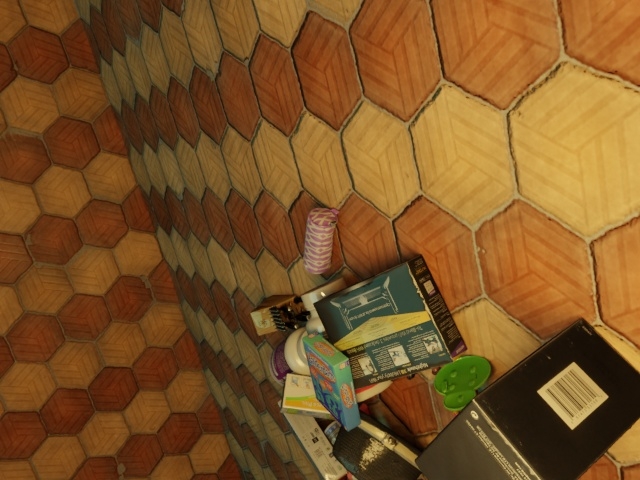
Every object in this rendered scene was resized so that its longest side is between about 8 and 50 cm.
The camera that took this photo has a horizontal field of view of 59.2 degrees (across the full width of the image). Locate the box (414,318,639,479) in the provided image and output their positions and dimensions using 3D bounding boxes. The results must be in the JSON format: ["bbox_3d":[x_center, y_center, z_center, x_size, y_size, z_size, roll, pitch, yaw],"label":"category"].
[{"bbox_3d":[0.361,0.333,0.986,0.182,0.297,0.294,50,147,26],"label":"box"}]

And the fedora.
[{"bbox_3d":[0.152,0.592,1.542,0.334,0.152,0.334,33,164,10],"label":"fedora"}]

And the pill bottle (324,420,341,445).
[{"bbox_3d":[0.082,0.691,1.937,0.137,0.078,0.078,47,146,31],"label":"pill bottle"}]

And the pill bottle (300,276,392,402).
[{"bbox_3d":[0.066,0.271,1.558,0.176,0.176,0.318,-24,90,61],"label":"pill bottle"}]

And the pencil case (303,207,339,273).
[{"bbox_3d":[0.000,0.000,1.562,0.086,0.088,0.206,40,141,27],"label":"pencil case"}]

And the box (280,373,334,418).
[{"bbox_3d":[-0.015,0.488,1.747,0.114,0.203,0.103,108,171,-63],"label":"box"}]

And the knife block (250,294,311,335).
[{"bbox_3d":[-0.102,0.237,1.933,0.276,0.242,0.088,-38,-70,-73],"label":"knife block"}]

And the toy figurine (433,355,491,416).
[{"bbox_3d":[0.336,0.366,1.224,0.130,0.173,0.159,-21,107,25],"label":"toy figurine"}]

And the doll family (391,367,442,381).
[{"bbox_3d":[0.227,0.302,1.422,0.193,0.076,0.111,-39,72,57],"label":"doll family"}]

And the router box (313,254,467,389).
[{"bbox_3d":[0.157,0.202,1.344,0.309,0.081,0.242,-27,85,39],"label":"router box"}]

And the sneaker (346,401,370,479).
[{"bbox_3d":[0.159,0.643,1.779,0.136,0.116,0.313,9,117,30],"label":"sneaker"}]

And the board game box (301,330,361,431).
[{"bbox_3d":[0.028,0.357,1.437,0.160,0.047,0.210,29,136,55],"label":"board game box"}]

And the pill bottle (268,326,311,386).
[{"bbox_3d":[-0.053,0.378,1.841,0.169,0.169,0.301,60,151,12],"label":"pill bottle"}]

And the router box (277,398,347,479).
[{"bbox_3d":[-0.028,0.745,2.078,0.335,0.082,0.301,53,164,23],"label":"router box"}]
